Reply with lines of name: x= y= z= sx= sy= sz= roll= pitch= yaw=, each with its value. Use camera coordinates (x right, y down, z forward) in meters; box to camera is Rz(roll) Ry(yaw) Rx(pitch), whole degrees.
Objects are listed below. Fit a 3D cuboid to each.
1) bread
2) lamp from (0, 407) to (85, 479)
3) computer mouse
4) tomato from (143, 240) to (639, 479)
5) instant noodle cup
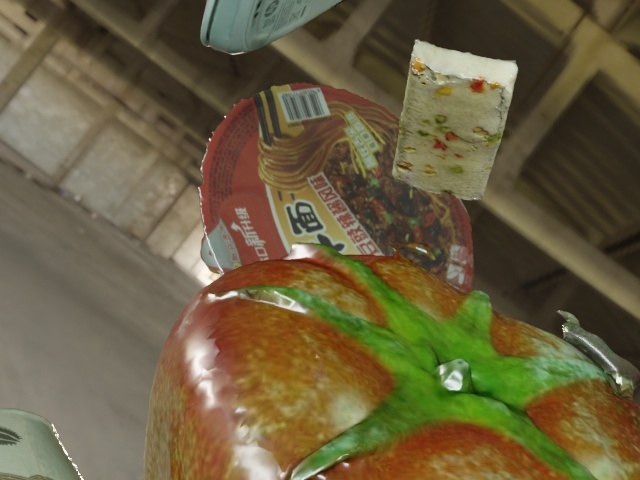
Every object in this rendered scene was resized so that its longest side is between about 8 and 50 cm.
bread: x=0.085 y=-0.074 z=0.829 sx=0.068 sy=0.028 sz=0.153 roll=12 pitch=-26 yaw=4
lamp: x=-0.157 y=0.189 z=0.654 sx=0.121 sy=0.121 sz=0.214 roll=41 pitch=15 yaw=-43
computer mouse: x=-0.002 y=-0.251 z=0.940 sx=0.097 sy=0.288 sz=0.159 roll=43 pitch=-40 yaw=11
tomato: x=0.029 y=0.154 z=0.673 sx=0.304 sy=0.239 sz=0.303 roll=19 pitch=28 yaw=-10
instant noodle cup: x=0.000 y=0.000 z=1.098 sx=0.274 sy=0.274 sz=0.091 roll=38 pitch=-36 yaw=-10
